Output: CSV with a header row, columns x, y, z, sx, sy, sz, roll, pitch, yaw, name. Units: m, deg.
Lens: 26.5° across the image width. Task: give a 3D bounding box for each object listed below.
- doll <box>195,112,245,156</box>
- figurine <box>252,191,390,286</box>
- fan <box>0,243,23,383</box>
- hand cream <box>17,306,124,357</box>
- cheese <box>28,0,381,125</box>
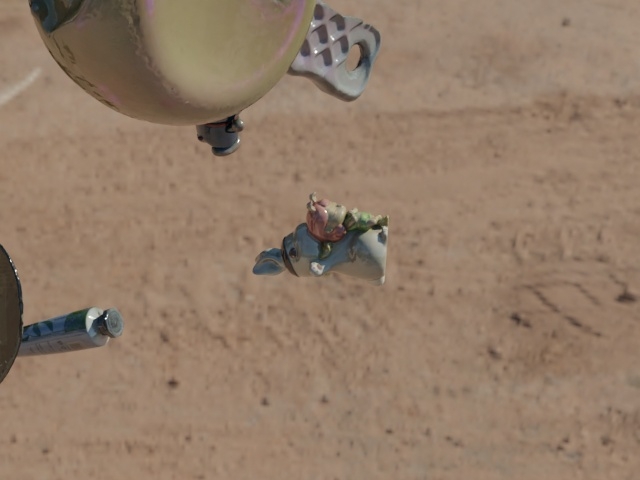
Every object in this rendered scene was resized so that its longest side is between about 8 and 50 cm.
x,y,z,sx,sy,sz,roll,pitch,yaw,name
-0.135,-0.178,1.754,0.085,0.152,0.114,-35,58,-24,doll
0.002,-0.004,1.484,0.146,0.098,0.081,6,5,4,figurine
-0.418,0.106,1.499,0.223,0.294,0.012,39,26,28,fan
-0.383,0.138,1.847,0.256,0.055,0.088,-15,-10,25,hand cream
-0.048,-0.141,0.807,0.082,0.163,0.286,23,8,34,cheese
